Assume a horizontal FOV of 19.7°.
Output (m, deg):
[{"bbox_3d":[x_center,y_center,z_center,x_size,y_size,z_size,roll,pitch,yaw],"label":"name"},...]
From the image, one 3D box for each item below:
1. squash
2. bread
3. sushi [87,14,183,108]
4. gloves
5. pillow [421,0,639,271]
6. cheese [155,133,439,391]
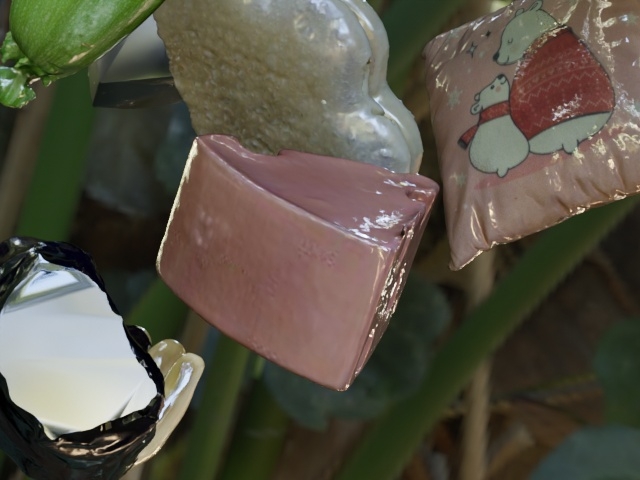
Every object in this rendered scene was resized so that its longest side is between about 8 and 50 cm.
[{"bbox_3d":[-0.117,-0.234,1.303,0.101,0.378,0.101,37,24,-20],"label":"squash"},{"bbox_3d":[-0.015,-0.115,1.541,0.183,0.337,0.102,-8,23,31],"label":"bread"},{"bbox_3d":[-0.138,-0.248,1.839,0.215,0.227,0.212,-6,-11,-14],"label":"sushi"},{"bbox_3d":[-0.181,0.079,1.302,0.197,0.152,0.301,59,5,5],"label":"gloves"},{"bbox_3d":[0.185,-0.110,1.481,0.236,0.223,0.084,-26,-29,29],"label":"pillow"},{"bbox_3d":[-0.024,-0.003,1.348,0.177,0.128,0.203,21,19,6],"label":"cheese"}]
